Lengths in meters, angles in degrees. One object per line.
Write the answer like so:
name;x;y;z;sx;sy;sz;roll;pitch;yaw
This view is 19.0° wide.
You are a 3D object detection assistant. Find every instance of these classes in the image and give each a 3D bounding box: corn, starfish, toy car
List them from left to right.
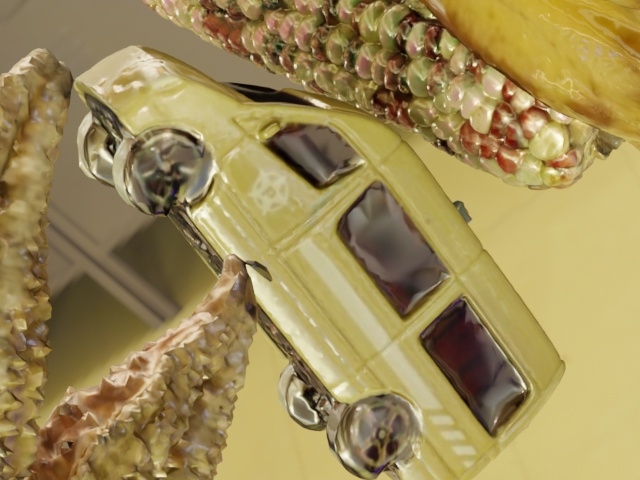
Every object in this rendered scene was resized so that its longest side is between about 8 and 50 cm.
starfish;-0.074;0.079;0.324;0.043;0.240;0.227;7;66;25
toy car;0.000;0.000;0.888;0.124;0.256;0.101;-40;20;-8
corn;0.024;-0.103;0.964;0.281;0.092;0.092;22;69;21

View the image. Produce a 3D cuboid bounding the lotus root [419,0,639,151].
lotus root;0.140;-0.170;0.765;0.316;0.316;0.250;-38;49;12
